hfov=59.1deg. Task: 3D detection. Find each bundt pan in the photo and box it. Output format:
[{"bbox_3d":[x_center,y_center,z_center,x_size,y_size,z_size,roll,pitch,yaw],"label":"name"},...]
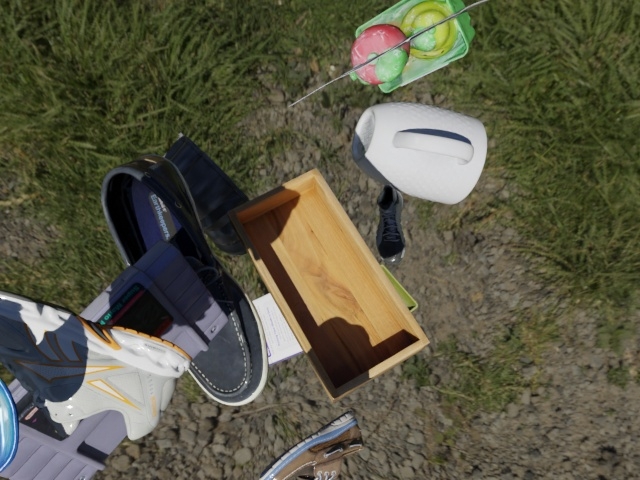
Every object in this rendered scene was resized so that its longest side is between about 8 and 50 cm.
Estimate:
[{"bbox_3d":[-0.259,-0.089,1.329,0.124,0.331,0.331,-43,82,-8],"label":"bundt pan"}]

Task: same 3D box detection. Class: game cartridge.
[{"bbox_3d":[-0.295,0.189,0.809,0.068,0.230,0.355,31,68,25],"label":"game cartridge"}]

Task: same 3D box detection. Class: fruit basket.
[{"bbox_3d":[0.148,-0.372,1.137,0.353,0.327,0.165,-46,111,-39],"label":"fruit basket"}]

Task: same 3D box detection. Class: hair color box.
[{"bbox_3d":[-0.126,0.249,1.606,0.338,0.110,0.185,-26,76,24],"label":"hair color box"}]

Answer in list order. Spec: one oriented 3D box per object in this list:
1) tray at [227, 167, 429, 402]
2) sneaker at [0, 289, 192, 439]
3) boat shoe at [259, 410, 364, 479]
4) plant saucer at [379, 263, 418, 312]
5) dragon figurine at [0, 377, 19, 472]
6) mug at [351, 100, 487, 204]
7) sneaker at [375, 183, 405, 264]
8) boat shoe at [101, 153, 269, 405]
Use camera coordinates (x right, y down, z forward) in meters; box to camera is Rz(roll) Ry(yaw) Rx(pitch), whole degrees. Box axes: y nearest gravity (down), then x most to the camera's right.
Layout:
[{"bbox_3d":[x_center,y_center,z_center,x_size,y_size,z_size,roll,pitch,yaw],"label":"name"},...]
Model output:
[{"bbox_3d":[0.006,0.076,1.088,0.202,0.076,0.411,-28,71,-12],"label":"tray"},{"bbox_3d":[-0.266,0.126,0.559,0.262,0.099,0.121,23,75,-19],"label":"sneaker"},{"bbox_3d":[-0.001,0.304,0.789,0.183,0.066,0.066,-19,69,-42],"label":"boat shoe"},{"bbox_3d":[0.193,0.208,1.872,0.188,0.045,0.188,-37,70,-9],"label":"plant saucer"},{"bbox_3d":[-0.297,0.147,0.434,0.085,0.144,0.289,-1,85,31],"label":"dragon figurine"},{"bbox_3d":[0.288,-0.266,1.628,0.328,0.374,0.276,11,95,-18],"label":"mug"},{"bbox_3d":[0.188,-0.052,1.594,0.086,0.132,0.229,-5,74,15],"label":"sneaker"},{"bbox_3d":[-0.252,0.077,1.022,0.186,0.156,0.500,-24,90,13],"label":"boat shoe"}]
